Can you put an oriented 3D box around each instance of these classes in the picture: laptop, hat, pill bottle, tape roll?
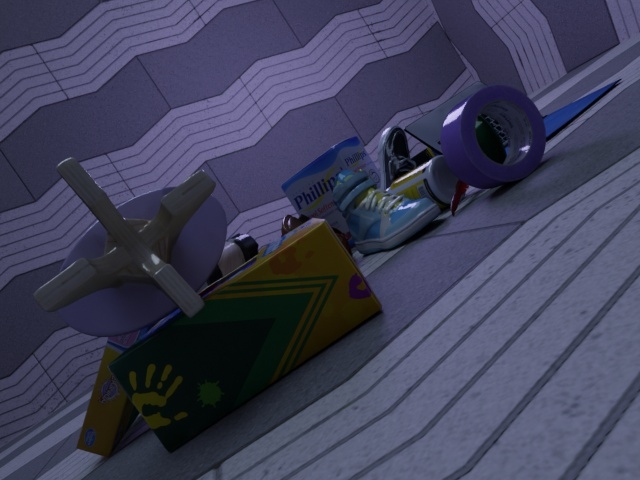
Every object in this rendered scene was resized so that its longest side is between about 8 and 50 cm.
[{"bbox_3d":[0.529,-0.381,1.481,0.381,0.408,0.236,-35,-30,-27],"label":"laptop"},{"bbox_3d":[0.294,-0.173,1.160,0.183,0.173,0.208,-33,4,-3],"label":"hat"},{"bbox_3d":[0.242,-0.115,1.267,0.119,0.119,0.208,-36,5,-35],"label":"pill bottle"},{"bbox_3d":[0.338,-0.201,1.020,0.189,0.189,0.080,-34,3,-15],"label":"tape roll"}]

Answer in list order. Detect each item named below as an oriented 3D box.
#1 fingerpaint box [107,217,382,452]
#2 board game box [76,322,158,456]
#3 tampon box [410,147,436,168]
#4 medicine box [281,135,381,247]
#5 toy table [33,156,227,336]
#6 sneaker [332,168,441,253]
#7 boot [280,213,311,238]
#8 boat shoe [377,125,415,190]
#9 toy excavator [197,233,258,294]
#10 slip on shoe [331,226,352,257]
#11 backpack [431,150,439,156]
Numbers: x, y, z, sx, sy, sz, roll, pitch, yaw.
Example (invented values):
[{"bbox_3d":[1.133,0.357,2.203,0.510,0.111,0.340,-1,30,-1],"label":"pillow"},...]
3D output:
[{"bbox_3d":[-0.116,0.120,0.937,0.371,0.163,0.445,-34,4,0],"label":"fingerpaint box"},{"bbox_3d":[-0.366,0.221,1.036,0.242,0.064,0.317,-96,24,-81],"label":"board game box"},{"bbox_3d":[0.397,-0.277,2.014,0.161,0.121,0.101,-35,3,-20],"label":"tampon box"},{"bbox_3d":[0.065,-0.131,1.642,0.263,0.289,0.149,-30,5,41],"label":"medicine box"},{"bbox_3d":[-0.248,0.009,0.712,0.274,0.252,0.161,-54,1,-19],"label":"toy table"},{"bbox_3d":[0.128,-0.088,1.203,0.127,0.208,0.319,-34,4,-27],"label":"sneaker"},{"bbox_3d":[-0.105,0.035,1.531,0.220,0.109,0.283,-58,4,9],"label":"boot"},{"bbox_3d":[0.231,-0.201,1.514,0.108,0.302,0.102,15,-17,-29],"label":"boat shoe"},{"bbox_3d":[-0.384,0.190,1.588,0.444,0.434,0.222,4,26,33],"label":"toy excavator"},{"bbox_3d":[0.024,0.012,1.327,0.122,0.102,0.331,0,5,0],"label":"slip on shoe"},{"bbox_3d":[0.482,-0.340,1.902,0.117,0.158,0.173,-54,-2,-21],"label":"backpack"}]
